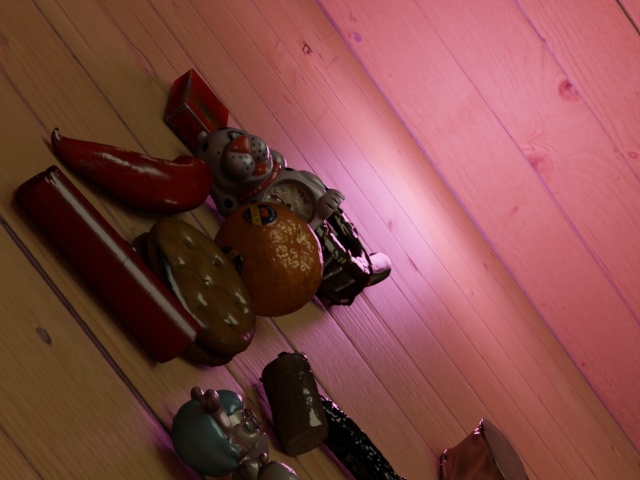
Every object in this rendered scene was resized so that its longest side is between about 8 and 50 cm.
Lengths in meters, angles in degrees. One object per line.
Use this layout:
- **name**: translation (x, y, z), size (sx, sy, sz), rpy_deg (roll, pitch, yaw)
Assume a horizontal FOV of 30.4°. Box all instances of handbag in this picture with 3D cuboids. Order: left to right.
- **handbag**: translation (0.303, 0.438, 2.153), size (0.179, 0.116, 0.205), rpy_deg (49, 17, -24)

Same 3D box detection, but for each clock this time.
- **clock**: translation (-0.106, -0.091, 1.947), size (0.254, 0.189, 0.189), rpy_deg (48, 17, -5)

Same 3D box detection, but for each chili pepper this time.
- **chili pepper**: translation (-0.241, -0.100, 1.712), size (0.137, 0.092, 0.368), rpy_deg (49, 12, 16)

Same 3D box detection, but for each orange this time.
- **orange**: translation (-0.082, 0.030, 1.780), size (0.178, 0.155, 0.177), rpy_deg (28, 37, -24)

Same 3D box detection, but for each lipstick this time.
- **lipstick**: translation (-0.259, 0.029, 1.442), size (0.279, 0.073, 0.073), rpy_deg (51, 17, -16)

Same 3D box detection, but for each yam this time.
- **yam**: translation (-0.035, 0.230, 1.665), size (0.084, 0.084, 0.127), rpy_deg (35, 27, -51)

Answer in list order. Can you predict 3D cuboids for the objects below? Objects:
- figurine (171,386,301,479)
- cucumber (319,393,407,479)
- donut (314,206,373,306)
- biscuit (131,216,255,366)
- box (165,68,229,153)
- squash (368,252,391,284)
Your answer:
- **figurine**: translation (-0.080, 0.289, 1.368), size (0.260, 0.103, 0.205), rpy_deg (58, -9, -6)
- **cucumber**: translation (0.043, 0.306, 1.773), size (0.245, 0.067, 0.067), rpy_deg (51, 17, -14)
- **donut**: translation (0.000, 0.000, 2.163), size (0.269, 0.103, 0.269), rpy_deg (49, 16, -20)
- **biscuit**: translation (-0.173, 0.070, 1.609), size (0.220, 0.066, 0.220), rpy_deg (48, 19, -22)
- **box**: translation (-0.215, -0.219, 2.066), size (0.112, 0.048, 0.175), rpy_deg (51, 17, -23)
- **squash**: translation (0.094, 0.060, 2.377), size (0.066, 0.066, 0.229), rpy_deg (58, 17, 8)
